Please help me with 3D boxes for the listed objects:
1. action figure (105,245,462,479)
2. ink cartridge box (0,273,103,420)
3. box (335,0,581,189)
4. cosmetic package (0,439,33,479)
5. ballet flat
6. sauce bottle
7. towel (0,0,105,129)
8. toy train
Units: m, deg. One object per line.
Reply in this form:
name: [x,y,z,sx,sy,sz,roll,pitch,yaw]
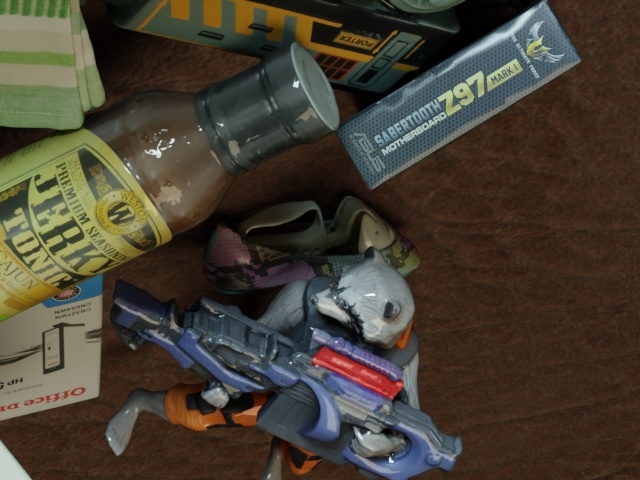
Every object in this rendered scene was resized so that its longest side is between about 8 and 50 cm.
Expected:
action figure: [-0.053,0.099,1.500,0.341,0.178,0.330,33,134,-23]
ink cartridge box: [-0.262,0.062,1.425,0.148,0.086,0.203,-12,144,-17]
box: [0.111,-0.117,1.333,0.183,0.059,0.232,-31,-177,9]
cosmetic package: [-0.322,0.122,1.235,0.113,0.309,0.160,-38,-174,-13]
ballet flat: [0.000,0.000,1.528,0.221,0.077,0.079,-5,122,-27]
sauce bottle: [-0.152,-0.040,1.216,0.344,0.111,0.111,-27,147,17]
towel: [-0.267,-0.189,1.059,0.248,0.038,0.325,4,144,0]
toy train: [-0.029,-0.201,1.180,0.334,0.142,0.190,7,145,-38]
